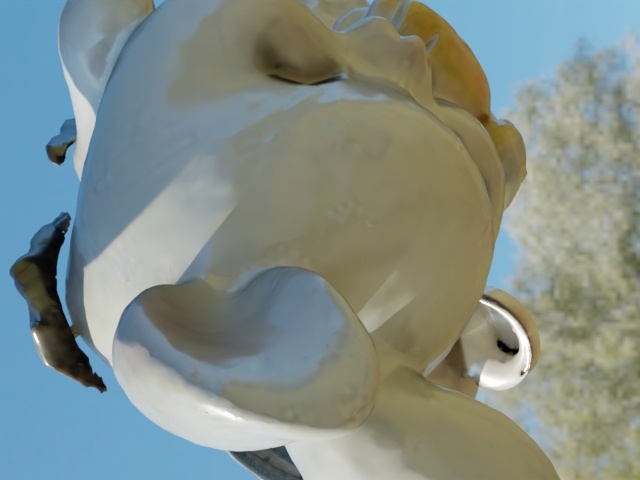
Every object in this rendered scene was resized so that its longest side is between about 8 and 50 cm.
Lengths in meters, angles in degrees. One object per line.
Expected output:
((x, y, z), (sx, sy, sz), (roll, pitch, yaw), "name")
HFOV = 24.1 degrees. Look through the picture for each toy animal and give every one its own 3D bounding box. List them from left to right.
((-0.004, -0.006, 0.529), (0.208, 0.154, 0.325), (41, -156, -36), "toy animal")

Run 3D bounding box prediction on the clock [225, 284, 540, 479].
((-0.002, 0.052, 0.723), (0.063, 0.229, 0.155), (-31, -66, -46), "clock")
